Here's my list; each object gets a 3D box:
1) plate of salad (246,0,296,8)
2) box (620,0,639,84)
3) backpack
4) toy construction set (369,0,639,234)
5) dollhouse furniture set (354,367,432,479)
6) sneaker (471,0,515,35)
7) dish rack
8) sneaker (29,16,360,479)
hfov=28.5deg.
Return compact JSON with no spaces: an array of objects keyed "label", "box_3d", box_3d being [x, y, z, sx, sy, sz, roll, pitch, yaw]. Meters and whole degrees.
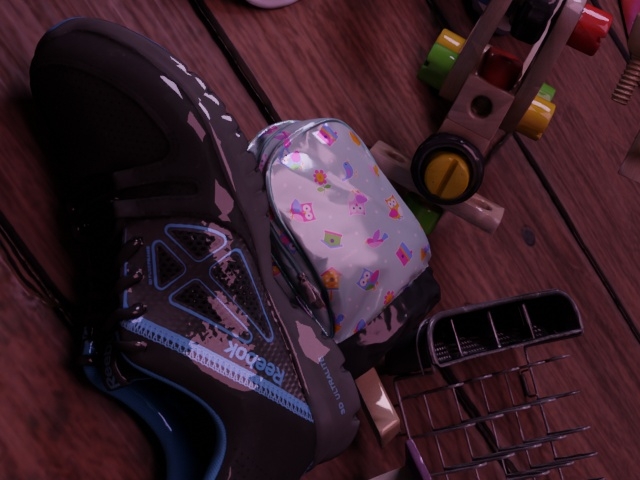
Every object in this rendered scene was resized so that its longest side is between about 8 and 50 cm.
[{"label":"plate of salad","box_3d":[-0.024,-0.283,0.999,0.200,0.048,0.200,-39,142,-39]},{"label":"box","box_3d":[0.431,-0.332,1.441,0.142,0.154,0.300,3,73,-43]},{"label":"backpack","box_3d":[0.000,0.000,0.915,0.152,0.115,0.182,-41,101,-42]},{"label":"toy construction set","box_3d":[0.171,-0.111,1.084,0.309,0.257,0.237,18,106,-21]},{"label":"dollhouse furniture set","box_3d":[0.024,0.162,0.951,0.081,0.091,0.114,-22,62,-8]},{"label":"sneaker","box_3d":[0.272,-0.311,1.291,0.112,0.131,0.319,55,45,-13]},{"label":"dish rack","box_3d":[0.159,0.186,1.027,0.208,0.074,0.271,-7,80,-45]},{"label":"sneaker","box_3d":[-0.100,0.018,0.804,0.139,0.125,0.341,-33,95,-39]}]
